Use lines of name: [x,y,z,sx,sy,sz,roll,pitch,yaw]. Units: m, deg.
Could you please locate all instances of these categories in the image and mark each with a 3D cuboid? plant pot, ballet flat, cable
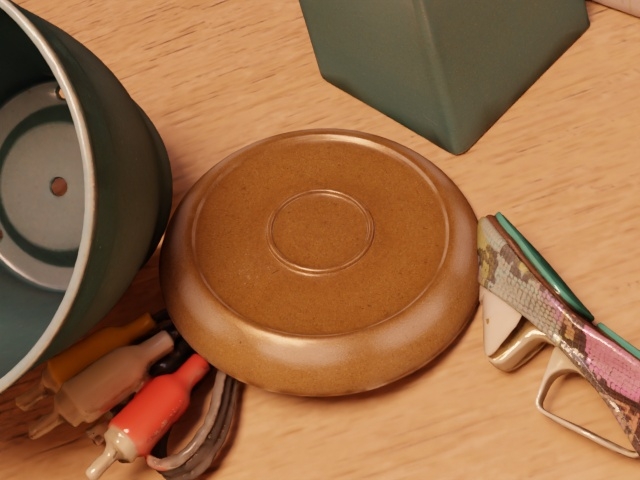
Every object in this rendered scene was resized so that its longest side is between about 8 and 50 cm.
plant pot: [0.000,0.000,0.716,0.236,0.032,0.236,-2,53,2]
ballet flat: [0.154,0.069,0.631,0.079,0.077,0.221,-49,53,8]
cable: [-0.077,0.054,0.717,0.139,0.072,0.287,32,72,35]
plant pot: [-0.230,-0.035,0.689,0.272,0.255,0.271,1,94,11]
plant pot: [0.077,-0.221,0.749,0.165,0.234,0.166,-45,55,-13]

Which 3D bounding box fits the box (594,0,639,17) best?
box: [0.228,-0.328,0.879,0.322,0.058,0.232,32,72,33]
